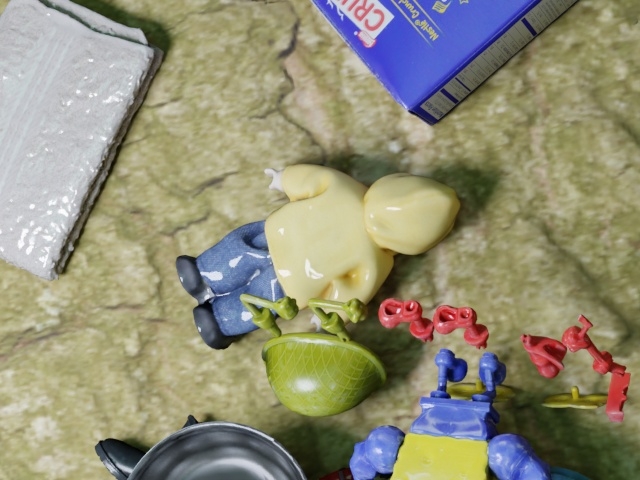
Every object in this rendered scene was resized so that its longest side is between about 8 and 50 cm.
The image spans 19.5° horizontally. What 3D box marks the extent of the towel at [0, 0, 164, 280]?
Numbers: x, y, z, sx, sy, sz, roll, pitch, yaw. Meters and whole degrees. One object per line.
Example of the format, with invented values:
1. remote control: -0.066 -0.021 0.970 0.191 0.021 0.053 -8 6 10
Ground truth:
1. towel: -0.297 -0.116 1.955 0.187 0.049 0.282 24 90 20

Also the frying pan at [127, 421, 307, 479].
1. frying pan: -0.107 0.330 1.723 0.197 0.053 0.326 6 77 17

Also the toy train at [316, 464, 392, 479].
1. toy train: 0.017 0.236 1.807 0.158 0.036 0.027 -25 75 13

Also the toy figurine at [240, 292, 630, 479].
1. toy figurine: 0.082 0.188 1.679 0.363 0.191 0.217 4 64 19

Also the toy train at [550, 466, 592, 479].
1. toy train: 0.287 0.307 1.683 0.248 0.105 0.143 17 75 20

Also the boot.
1. boot: -0.154 0.216 1.862 0.121 0.045 0.099 45 99 11

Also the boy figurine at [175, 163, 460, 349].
1. boy figurine: 0.000 0.000 1.819 0.285 0.092 0.177 -26 75 12

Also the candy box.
1. candy box: 0.132 -0.312 1.804 0.317 0.122 0.268 -41 73 8
